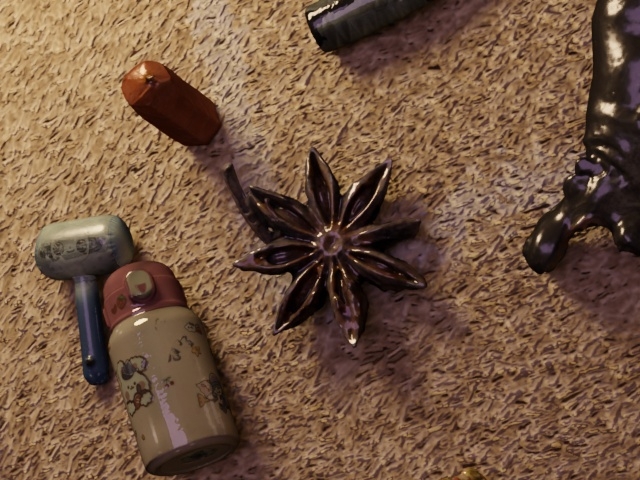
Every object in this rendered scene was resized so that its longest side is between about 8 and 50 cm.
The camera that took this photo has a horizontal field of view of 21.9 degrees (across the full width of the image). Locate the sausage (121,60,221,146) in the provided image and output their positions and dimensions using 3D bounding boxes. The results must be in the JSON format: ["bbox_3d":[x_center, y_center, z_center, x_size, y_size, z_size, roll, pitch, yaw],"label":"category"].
[{"bbox_3d":[-0.172,-0.156,1.858,0.065,0.169,0.065,-6,73,21],"label":"sausage"}]

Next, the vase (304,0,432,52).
[{"bbox_3d":[0.087,-0.279,1.847,0.211,0.060,0.060,-25,70,13],"label":"vase"}]

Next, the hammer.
[{"bbox_3d":[-0.265,0.070,1.905,0.116,0.069,0.194,-9,83,19],"label":"hammer"}]

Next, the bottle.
[{"bbox_3d":[-0.173,0.134,1.824,0.110,0.110,0.233,-25,70,14],"label":"bottle"}]

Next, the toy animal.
[{"bbox_3d":[0.326,-0.114,1.692,0.168,0.106,0.343,17,87,23],"label":"toy animal"}]

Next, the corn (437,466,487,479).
[{"bbox_3d":[0.188,0.345,1.647,0.086,0.086,0.253,-36,68,10],"label":"corn"}]

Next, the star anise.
[{"bbox_3d":[0.000,-0.001,1.803,0.262,0.081,0.230,31,90,13],"label":"star anise"}]
